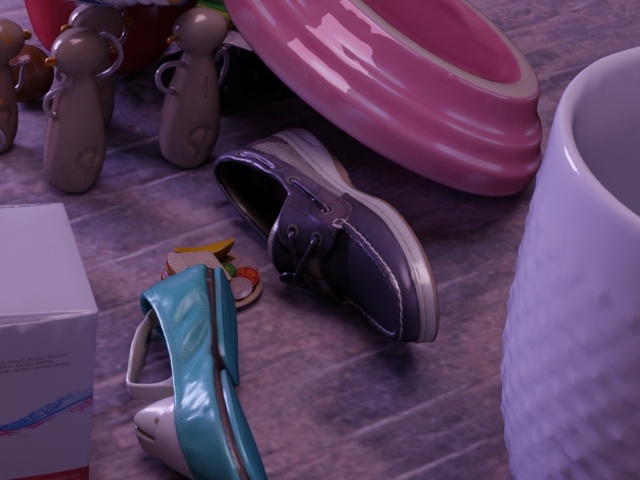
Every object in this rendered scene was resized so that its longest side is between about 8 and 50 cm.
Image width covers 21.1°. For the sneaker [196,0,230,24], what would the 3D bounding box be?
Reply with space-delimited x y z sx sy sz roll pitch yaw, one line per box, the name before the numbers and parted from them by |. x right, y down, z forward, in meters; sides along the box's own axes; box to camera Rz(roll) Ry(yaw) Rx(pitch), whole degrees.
sneaker | -0.097 -0.289 1.730 0.296 0.123 0.109 2 36 -10

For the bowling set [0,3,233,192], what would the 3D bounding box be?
bowling set | -0.239 -0.147 1.479 0.287 0.154 0.200 -18 44 -33

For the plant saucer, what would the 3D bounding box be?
plant saucer | 0.070 -0.174 1.529 0.332 0.084 0.332 29 24 -14

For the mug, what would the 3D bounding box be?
mug | 0.302 0.077 1.139 0.374 0.328 0.276 -2 37 -15

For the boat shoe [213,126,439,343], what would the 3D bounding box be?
boat shoe | 0.000 0.000 1.382 0.092 0.102 0.285 -15 38 -21

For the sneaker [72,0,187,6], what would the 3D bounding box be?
sneaker | -0.166 -0.262 1.480 0.131 0.111 0.296 -3 11 5

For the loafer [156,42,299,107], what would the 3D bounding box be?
loafer | -0.069 -0.152 1.619 0.170 0.062 0.061 1 -3 1

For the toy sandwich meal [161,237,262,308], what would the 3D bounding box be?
toy sandwich meal | -0.087 0.025 1.381 0.086 0.029 0.085 6 36 -4

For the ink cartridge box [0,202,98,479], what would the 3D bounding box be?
ink cartridge box | -0.225 0.081 1.151 0.127 0.176 0.128 -6 38 -19

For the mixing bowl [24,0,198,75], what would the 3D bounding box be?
mixing bowl | -0.205 -0.218 1.619 0.182 0.098 0.181 14 25 -7

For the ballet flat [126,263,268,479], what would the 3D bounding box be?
ballet flat | -0.093 0.113 1.234 0.087 0.083 0.247 -19 38 3
